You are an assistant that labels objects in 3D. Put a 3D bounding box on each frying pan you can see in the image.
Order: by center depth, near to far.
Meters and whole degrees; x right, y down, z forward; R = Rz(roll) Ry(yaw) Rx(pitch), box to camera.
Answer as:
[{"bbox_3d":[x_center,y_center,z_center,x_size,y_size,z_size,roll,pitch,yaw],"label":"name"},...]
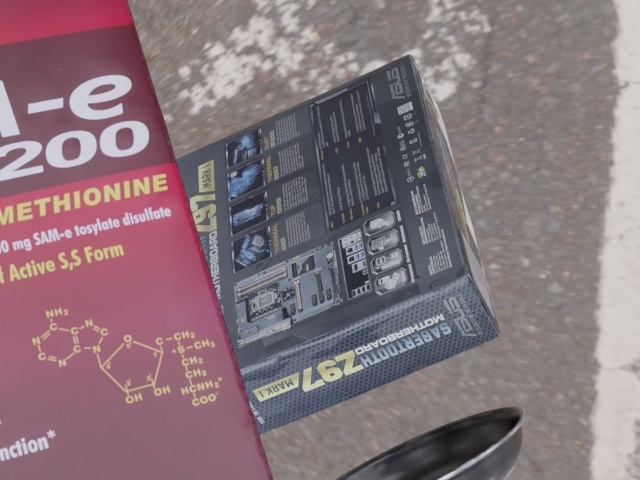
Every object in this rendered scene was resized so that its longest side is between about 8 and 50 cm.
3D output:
[{"bbox_3d":[0.015,0.207,1.127,0.326,0.197,0.053,-26,91,20],"label":"frying pan"}]

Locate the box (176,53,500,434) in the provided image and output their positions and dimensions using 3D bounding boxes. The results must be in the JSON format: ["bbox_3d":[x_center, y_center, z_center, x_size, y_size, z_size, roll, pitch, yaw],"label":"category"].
[{"bbox_3d":[0.000,0.000,0.911,0.183,0.232,0.059,-23,127,11],"label":"box"}]

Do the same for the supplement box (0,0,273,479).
[{"bbox_3d":[-0.104,0.020,0.470,0.130,0.073,0.239,-14,77,-18],"label":"supplement box"}]

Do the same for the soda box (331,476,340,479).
[{"bbox_3d":[0.035,0.333,1.432,0.069,0.216,0.074,-21,127,2],"label":"soda box"}]
